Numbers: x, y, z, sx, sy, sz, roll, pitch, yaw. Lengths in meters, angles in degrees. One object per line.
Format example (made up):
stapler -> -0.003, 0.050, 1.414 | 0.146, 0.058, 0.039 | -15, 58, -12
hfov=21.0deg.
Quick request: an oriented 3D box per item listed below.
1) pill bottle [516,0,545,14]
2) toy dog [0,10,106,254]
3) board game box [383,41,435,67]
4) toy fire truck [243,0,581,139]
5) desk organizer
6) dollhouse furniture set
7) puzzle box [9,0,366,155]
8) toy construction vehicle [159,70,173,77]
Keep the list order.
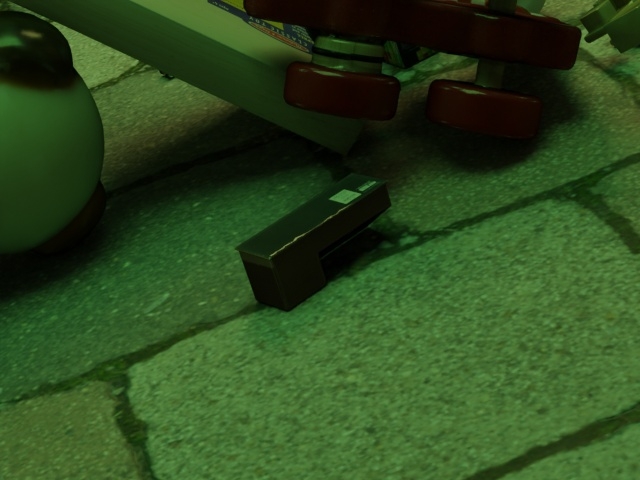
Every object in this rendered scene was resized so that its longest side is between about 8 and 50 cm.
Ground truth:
pill bottle -> 0.141, -0.278, 1.786 | 0.108, 0.108, 0.193 | -27, 27, -19
toy dog -> -0.378, -0.051, 1.476 | 0.408, 0.285, 0.395 | -32, 29, -31
board game box -> 0.043, -0.271, 1.763 | 0.048, 0.170, 0.141 | -30, 27, -21
toy fire truck -> 0.080, -0.197, 1.549 | 0.302, 0.169, 0.254 | 8, 9, -5
desk organizer -> 0.000, 0.000, 1.384 | 0.130, 0.050, 0.047 | -33, 29, -30
dollhouse furniture set -> 0.294, -0.173, 1.536 | 0.182, 0.101, 0.161 | -41, 9, -39
puzzle box -> -0.152, -0.229, 1.638 | 0.409, 0.052, 0.272 | 24, 20, -15
toy construction vehicle -> -0.149, -0.224, 1.952 | 0.098, 0.035, 0.086 | -26, 27, -17
